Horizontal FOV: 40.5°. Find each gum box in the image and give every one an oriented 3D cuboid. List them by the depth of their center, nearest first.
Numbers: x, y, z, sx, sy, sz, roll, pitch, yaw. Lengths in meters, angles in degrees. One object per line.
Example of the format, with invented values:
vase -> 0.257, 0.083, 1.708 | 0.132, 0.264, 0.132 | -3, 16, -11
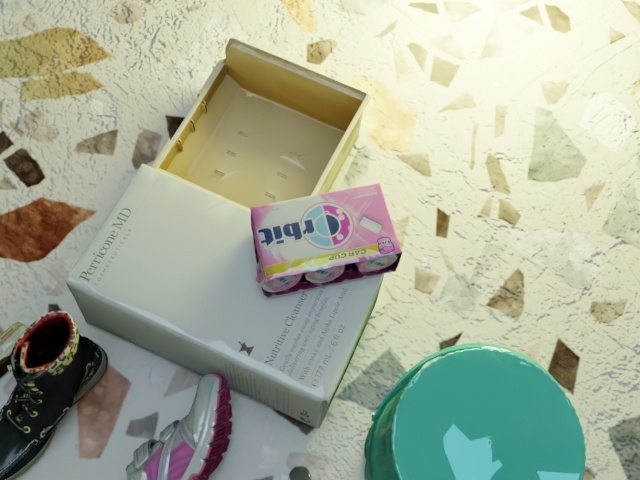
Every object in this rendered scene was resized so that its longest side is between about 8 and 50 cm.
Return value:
gum box -> 0.000, 0.000, 1.142 | 0.188, 0.062, 0.107 | -11, 65, -9

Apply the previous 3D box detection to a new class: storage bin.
storage bin -> -0.098, -0.144, 1.335 | 0.260, 0.123, 0.262 | 24, 68, 8

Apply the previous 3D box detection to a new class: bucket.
bucket -> 0.200, 0.277, 1.126 | 0.281, 0.183, 0.281 | 1, 67, -3

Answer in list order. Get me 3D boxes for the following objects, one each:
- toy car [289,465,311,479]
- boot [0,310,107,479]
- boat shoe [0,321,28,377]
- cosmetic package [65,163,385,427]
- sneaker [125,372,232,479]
toy car -> -0.016, 0.383, 1.126 | 0.155, 0.149, 0.188 | -32, 42, -18
boot -> -0.387, 0.204, 1.139 | 0.085, 0.178, 0.236 | 34, 69, 12
boat shoe -> -0.466, 0.168, 1.228 | 0.045, 0.050, 0.135 | 41, 61, 18
cosmetic package -> -0.128, 0.077, 1.216 | 0.385, 0.156, 0.217 | 22, 65, 6
sneaker -> -0.196, 0.290, 1.141 | 0.111, 0.103, 0.252 | 18, 76, 11
